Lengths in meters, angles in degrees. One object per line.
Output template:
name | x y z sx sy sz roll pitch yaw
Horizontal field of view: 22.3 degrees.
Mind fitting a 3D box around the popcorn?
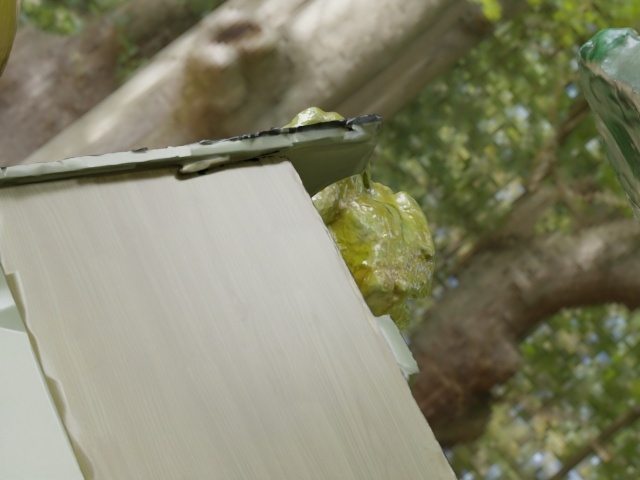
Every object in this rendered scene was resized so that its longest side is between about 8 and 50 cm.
popcorn | -0.004 0.002 1.738 0.276 0.225 0.276 31 -19 12

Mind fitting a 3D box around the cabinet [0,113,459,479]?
cabinet | -0.083 0.123 0.788 0.290 0.318 0.227 62 -36 28

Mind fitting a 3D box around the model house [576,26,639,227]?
model house | 0.387 -0.104 1.139 0.194 0.325 0.267 65 -5 -27

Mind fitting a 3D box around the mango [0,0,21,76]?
mango | -0.243 -0.162 0.779 0.211 0.173 0.317 40 10 -45
